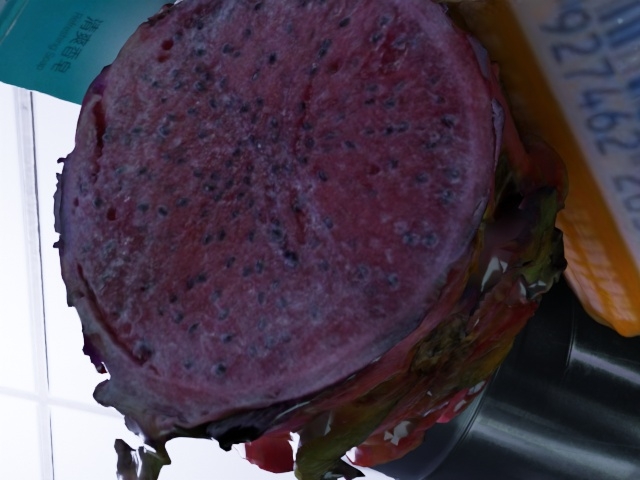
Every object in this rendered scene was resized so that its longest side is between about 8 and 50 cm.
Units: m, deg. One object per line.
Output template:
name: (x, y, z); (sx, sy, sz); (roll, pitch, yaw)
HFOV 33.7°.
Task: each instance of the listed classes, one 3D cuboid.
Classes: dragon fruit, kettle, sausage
dragon fruit: (0.000, 0.000, 0.688); (0.314, 0.296, 0.263); (-38, 155, 9)
kettle: (0.203, 0.156, 0.941); (0.324, 0.228, 0.321); (23, 153, -9)
sausage: (0.225, -0.106, 0.719); (0.233, 0.233, 0.287); (-22, 118, 25)

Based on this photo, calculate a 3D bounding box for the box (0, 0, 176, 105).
box: (-0.173, -0.230, 0.699); (0.092, 0.245, 0.153); (12, 137, -42)
